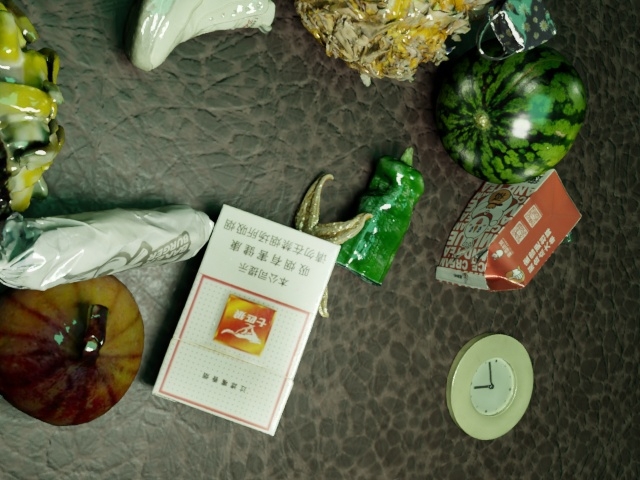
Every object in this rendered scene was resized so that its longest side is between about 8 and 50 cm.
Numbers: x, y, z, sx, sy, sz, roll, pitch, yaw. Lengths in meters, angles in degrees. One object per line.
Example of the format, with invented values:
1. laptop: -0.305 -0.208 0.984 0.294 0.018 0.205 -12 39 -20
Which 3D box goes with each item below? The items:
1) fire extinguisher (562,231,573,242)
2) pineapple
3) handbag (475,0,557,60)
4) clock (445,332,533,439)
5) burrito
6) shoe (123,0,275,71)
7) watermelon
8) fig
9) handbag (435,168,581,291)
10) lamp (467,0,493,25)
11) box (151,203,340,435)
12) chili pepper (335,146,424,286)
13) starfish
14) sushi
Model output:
1. fire extinguisher: 0.565 -0.035 1.625 0.038 0.025 0.083 -21 104 -3
2. pineapple: 0.129 -0.444 1.184 0.352 0.352 0.300 38 74 -25
3. handbag: 0.322 -0.367 1.208 0.139 0.072 0.115 -39 113 -12
4. clock: 0.374 0.320 1.539 0.235 0.029 0.234 -2 94 -27
5. burrito: -0.310 0.003 0.967 0.445 0.139 0.101 -14 104 -67
6. shoe: -0.169 -0.396 1.133 0.211 0.132 0.342 32 74 -24
7. watermelon: 0.367 -0.252 1.353 0.285 0.285 0.285 -2 94 -29
8. fig: -0.372 0.152 1.018 0.235 0.214 0.235 -12 123 -19
9. handbag: 0.376 -0.008 1.446 0.298 0.171 0.151 -48 117 -14
10. lamp: 0.368 -0.493 1.318 0.090 0.325 0.089 33 77 -26
11. box: -0.119 0.131 1.166 0.210 0.095 0.330 20 84 0
12. chili pepper: 0.118 -0.055 1.333 0.136 0.099 0.270 26 83 -16
13. starfish: 0.001 0.000 1.262 0.247 0.138 0.050 -66 163 -5
14. sushi: -0.486 -0.135 0.889 0.328 0.328 0.285 44 42 13
